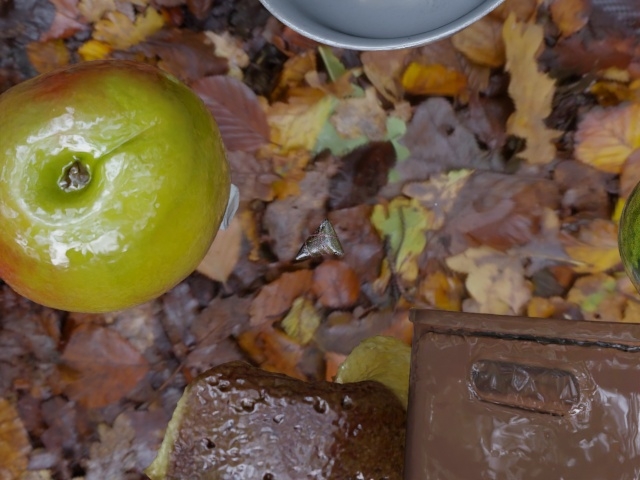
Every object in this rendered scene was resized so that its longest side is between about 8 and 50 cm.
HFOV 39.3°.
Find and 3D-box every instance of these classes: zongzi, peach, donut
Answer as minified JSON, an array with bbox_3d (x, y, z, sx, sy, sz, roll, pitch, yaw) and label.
[{"bbox_3d":[0.000,0.000,1.543,0.083,0.073,0.067,-26,101,24],"label":"zongzi"},{"bbox_3d":[-0.186,-0.047,0.760,0.231,0.231,0.230,0,92,7],"label":"peach"},{"bbox_3d":[0.016,0.159,0.759,0.151,0.295,0.112,25,113,44],"label":"donut"}]

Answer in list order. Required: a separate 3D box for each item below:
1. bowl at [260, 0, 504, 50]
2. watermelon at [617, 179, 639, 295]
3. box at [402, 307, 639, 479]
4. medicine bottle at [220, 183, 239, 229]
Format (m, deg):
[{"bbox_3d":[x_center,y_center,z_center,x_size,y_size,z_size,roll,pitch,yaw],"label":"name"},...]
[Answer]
[{"bbox_3d":[0.090,-0.329,0.961,0.346,0.157,0.345,-4,74,14],"label":"bowl"},{"bbox_3d":[0.570,0.000,1.282,0.285,0.285,0.285,0,92,7],"label":"watermelon"},{"bbox_3d":[0.230,0.174,0.633,0.239,0.340,0.229,3,84,47],"label":"box"},{"bbox_3d":[-0.237,-0.087,1.570,0.183,0.119,0.069,20,70,4],"label":"medicine bottle"}]
